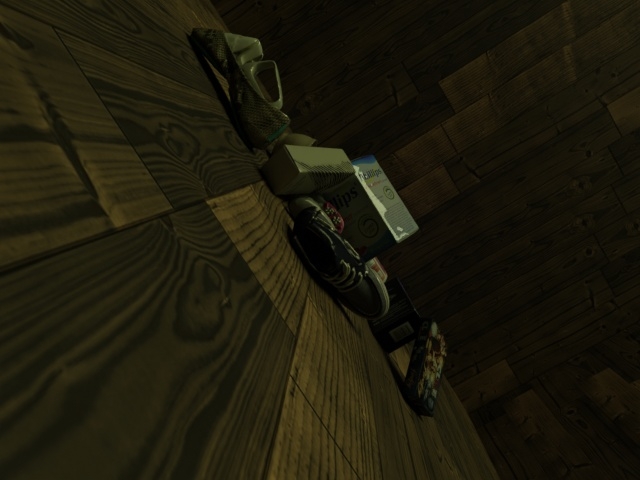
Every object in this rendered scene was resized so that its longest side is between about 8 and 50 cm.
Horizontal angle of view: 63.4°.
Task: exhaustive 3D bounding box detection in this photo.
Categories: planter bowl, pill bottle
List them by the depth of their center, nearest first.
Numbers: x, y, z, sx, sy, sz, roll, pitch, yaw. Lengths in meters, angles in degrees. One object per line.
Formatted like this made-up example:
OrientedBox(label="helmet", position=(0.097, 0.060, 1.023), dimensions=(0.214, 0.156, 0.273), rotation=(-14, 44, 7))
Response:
OrientedBox(label="planter bowl", position=(-0.098, -0.294, 1.744), dimensions=(0.109, 0.162, 0.162), rotation=(31, 6, 3))
OrientedBox(label="pill bottle", position=(0.141, 0.074, 1.880), dimensions=(0.216, 0.121, 0.121), rotation=(57, 7, -15))

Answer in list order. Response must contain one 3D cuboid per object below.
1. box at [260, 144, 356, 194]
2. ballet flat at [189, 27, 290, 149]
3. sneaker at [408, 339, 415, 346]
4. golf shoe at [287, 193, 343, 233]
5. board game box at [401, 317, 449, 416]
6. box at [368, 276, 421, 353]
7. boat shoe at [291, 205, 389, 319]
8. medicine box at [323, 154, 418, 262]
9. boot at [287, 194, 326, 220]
OrientedBox(label="box", position=(-0.027, -0.197, 1.453), dimensions=(0.275, 0.113, 0.094), rotation=(-11, 67, -52))
OrientedBox(label="ballet flat", position=(-0.214, -0.476, 1.499), dimensions=(0.483, 0.182, 0.164), rotation=(61, 8, 25))
OrientedBox(label="sneaker", position=(0.365, 0.363, 2.335), dimensions=(0.292, 0.108, 0.169), rotation=(51, 5, 26))
OrientedBox(label="golf shoe", position=(-0.033, -0.110, 1.606), dimensions=(0.140, 0.115, 0.306), rotation=(85, -21, -66))
OrientedBox(label="board game box", position=(0.317, 0.376, 1.541), dimensions=(0.165, 0.042, 0.243), rotation=(52, 48, -41))
OrientedBox(label="box", position=(0.235, 0.240, 1.689), dimensions=(0.108, 0.153, 0.207), rotation=(55, 8, -27))
OrientedBox(label="boat shoe", position=(0.045, 0.080, 1.255), dimensions=(0.340, 0.127, 0.158), rotation=(49, 15, -8))
OrientedBox(label="medicine box", position=(0.117, -0.080, 1.673), dimensions=(0.149, 0.263, 0.289), rotation=(-28, 85, -48))
OrientedBox(label="boot", position=(0.000, 0.000, 1.398), dimensions=(0.246, 0.083, 0.161), rotation=(54, 14, -23))
